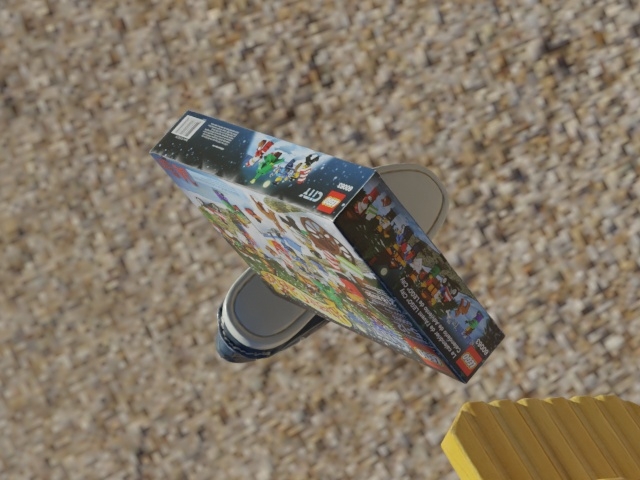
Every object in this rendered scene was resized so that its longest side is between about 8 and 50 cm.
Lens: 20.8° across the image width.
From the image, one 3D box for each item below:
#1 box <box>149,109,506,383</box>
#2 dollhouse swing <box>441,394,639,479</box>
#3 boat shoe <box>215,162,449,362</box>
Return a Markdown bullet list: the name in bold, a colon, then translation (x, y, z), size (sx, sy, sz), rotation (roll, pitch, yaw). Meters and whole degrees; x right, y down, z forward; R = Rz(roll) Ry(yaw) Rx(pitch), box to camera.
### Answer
- **box**: translation (0.000, 0.000, 1.150), size (0.159, 0.044, 0.233), rotation (51, 164, -32)
- **dollhouse swing**: translation (0.343, 0.226, 1.726), size (0.315, 0.346, 0.305), rotation (-51, 48, 46)
- **boat shoe**: translation (0.010, 0.023, 1.518), size (0.095, 0.254, 0.079), rotation (45, 151, 5)
